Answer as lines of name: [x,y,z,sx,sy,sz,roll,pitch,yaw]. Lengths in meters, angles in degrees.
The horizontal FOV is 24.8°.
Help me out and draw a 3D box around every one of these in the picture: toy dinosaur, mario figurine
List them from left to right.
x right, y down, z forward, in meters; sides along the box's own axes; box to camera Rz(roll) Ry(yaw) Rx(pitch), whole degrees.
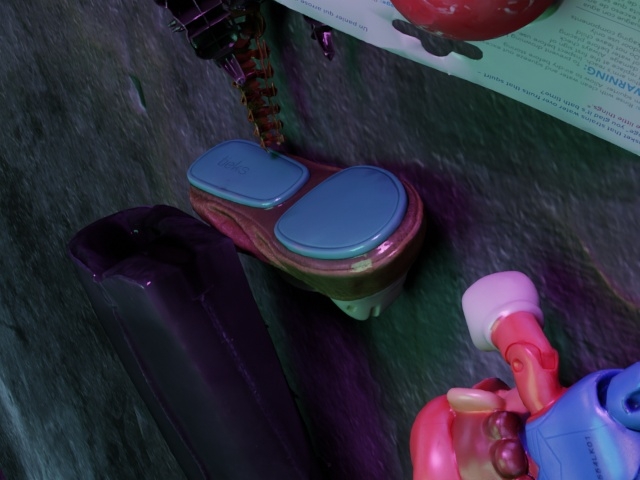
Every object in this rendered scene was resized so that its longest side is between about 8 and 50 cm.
toy dinosaur: [-0.065,-0.228,1.153,0.322,0.164,0.218,53,179,-32]
mario figurine: [0.192,0.118,0.956,0.320,0.170,0.198,-20,54,52]

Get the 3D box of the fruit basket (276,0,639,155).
fruit basket: [0.085,-0.216,0.783,0.327,0.165,0.353,24,154,11]

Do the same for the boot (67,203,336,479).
boot: [-0.129,0.175,1.388,0.367,0.146,0.445,3,129,47]

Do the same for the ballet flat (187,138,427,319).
ballet flat: [0.000,0.000,1.203,0.342,0.116,0.124,18,144,57]
